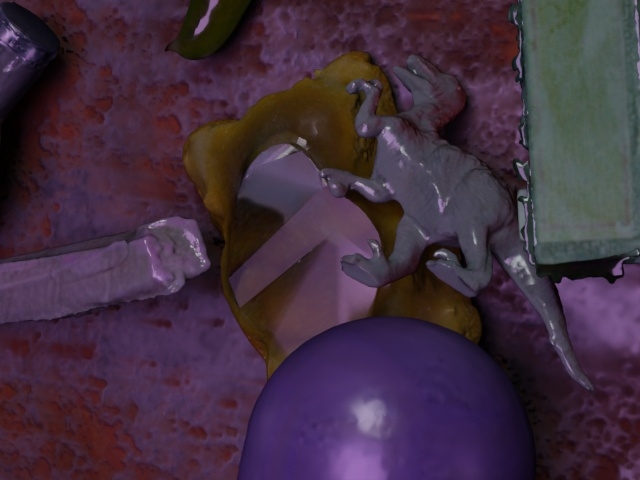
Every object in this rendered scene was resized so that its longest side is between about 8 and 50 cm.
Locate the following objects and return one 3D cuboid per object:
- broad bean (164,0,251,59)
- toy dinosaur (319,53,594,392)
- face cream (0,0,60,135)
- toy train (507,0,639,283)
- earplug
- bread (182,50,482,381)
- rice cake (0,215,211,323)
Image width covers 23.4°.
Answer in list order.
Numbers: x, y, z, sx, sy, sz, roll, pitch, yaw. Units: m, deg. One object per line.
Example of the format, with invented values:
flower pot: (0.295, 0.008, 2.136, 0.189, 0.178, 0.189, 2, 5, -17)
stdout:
broad bean: (-0.027, -0.252, 1.040, 0.060, 0.043, 0.297, 34, 104, 9)
toy dinosaur: (0.096, -0.012, 0.937, 0.242, 0.167, 0.053, 39, 139, 20)
face cream: (-0.299, -0.053, 1.144, 0.291, 0.071, 0.144, -49, 48, 18)
toy train: (0.211, -0.099, 0.882, 0.188, 0.159, 0.271, -3, 91, 34)
earplug: (0.022, 0.268, 0.933, 0.215, 0.215, 0.455, 12, 101, 24)
bread: (0.000, 0.000, 1.016, 0.161, 0.088, 0.233, -30, 78, 26)
rice cake: (-0.190, 0.028, 1.100, 0.270, 0.049, 0.055, -12, 100, 36)
